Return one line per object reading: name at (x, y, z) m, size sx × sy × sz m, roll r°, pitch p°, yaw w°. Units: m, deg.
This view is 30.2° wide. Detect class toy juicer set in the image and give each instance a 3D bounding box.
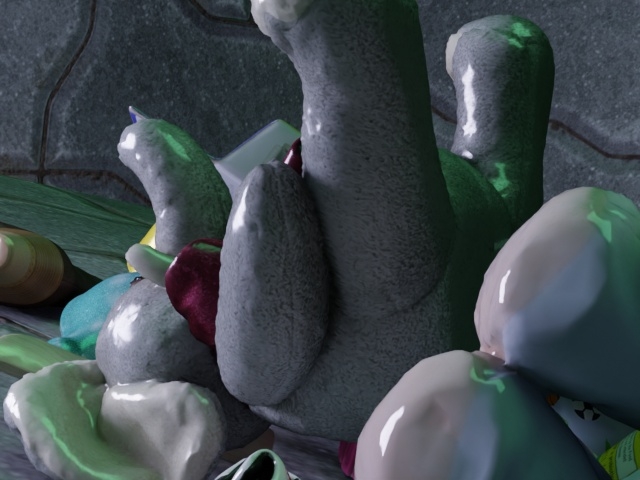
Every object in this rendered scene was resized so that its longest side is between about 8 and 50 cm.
toy juicer set at (-0.089, 0.094, 0.846) m, size 0.209 × 0.089 × 0.329 m, roll 33°, pitch 21°, yaw 2°

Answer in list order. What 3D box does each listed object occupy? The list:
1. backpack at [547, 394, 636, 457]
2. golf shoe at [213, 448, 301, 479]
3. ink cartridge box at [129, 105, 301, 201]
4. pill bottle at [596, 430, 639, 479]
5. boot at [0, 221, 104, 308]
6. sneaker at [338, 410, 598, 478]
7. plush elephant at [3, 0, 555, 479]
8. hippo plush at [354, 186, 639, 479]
backpack at (0.283, 0.132, 0.959) m, size 0.263 × 0.213 × 0.276 m, roll 4°, pitch 10°, yaw -18°
golf shoe at (-0.016, 0.126, 0.468) m, size 0.067 × 0.086 × 0.186 m, roll 15°, pitch 1°, yaw 19°
ink cartridge box at (0.000, 0.000, 0.943) m, size 0.307 × 0.072 × 0.303 m, roll 39°, pitch -9°, yaw 1°
pill bottle at (0.243, 0.117, 0.617) m, size 0.117 × 0.208 × 0.118 m, roll 33°, pitch 32°, yaw -23°
boot at (-0.338, 0.015, 1.110) m, size 0.248 × 0.090 × 0.207 m, roll 15°, pitch -9°, yaw 15°
sneaker at (0.099, 0.141, 0.790) m, size 0.111 × 0.103 × 0.252 m, roll 19°, pitch 7°, yaw -28°
plush elephant at (-0.022, 0.023, 0.655) m, size 0.255 × 0.330 × 0.272 m, roll -1°, pitch 7°, yaw 29°
hippo plush at (0.183, 0.106, 0.454) m, size 0.294 × 0.234 × 0.236 m, roll -4°, pitch -19°, yaw 28°
